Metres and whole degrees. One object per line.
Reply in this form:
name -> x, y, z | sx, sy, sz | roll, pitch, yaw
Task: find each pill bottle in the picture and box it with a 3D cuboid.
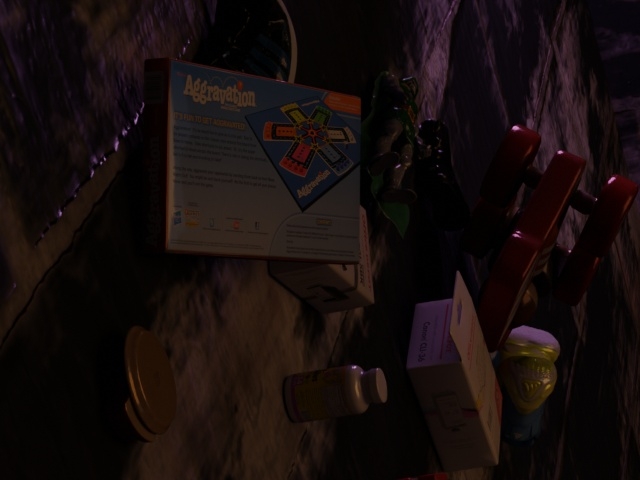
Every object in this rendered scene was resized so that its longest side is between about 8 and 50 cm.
pill bottle -> 0.014, 0.131, 1.657 | 0.043, 0.083, 0.043 | -10, 90, -74

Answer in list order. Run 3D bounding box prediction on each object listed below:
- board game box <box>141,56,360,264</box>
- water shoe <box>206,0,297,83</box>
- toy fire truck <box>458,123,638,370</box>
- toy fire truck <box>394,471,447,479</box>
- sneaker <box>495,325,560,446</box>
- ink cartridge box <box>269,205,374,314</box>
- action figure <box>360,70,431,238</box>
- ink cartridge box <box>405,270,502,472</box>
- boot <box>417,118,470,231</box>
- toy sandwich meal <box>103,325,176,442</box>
board game box -> -0.049, -0.057, 1.516 | 0.281, 0.027, 0.145 | 5, 86, -59
water shoe -> -0.063, -0.137, 1.586 | 0.080, 0.073, 0.203 | 39, 43, -62
toy fire truck -> 0.237, 0.030, 2.284 | 0.254, 0.169, 0.302 | -57, 170, -30
toy fire truck -> 0.093, 0.311, 1.872 | 0.192, 0.047, 0.135 | -27, 105, -72
sneaker -> 0.247, 0.185, 2.425 | 0.240, 0.091, 0.126 | -56, 160, -76
ink cartridge box -> 0.000, 0.000, 1.737 | 0.135, 0.056, 0.099 | 40, 41, -64
action figure -> 0.082, -0.120, 2.080 | 0.232, 0.063, 0.137 | -80, 151, -57
ink cartridge box -> 0.144, 0.143, 2.106 | 0.115, 0.067, 0.198 | -78, 154, -52
boot -> 0.145, -0.080, 2.287 | 0.121, 0.045, 0.099 | 59, 21, -53
toy sandwich meal -> -0.126, 0.101, 1.321 | 0.085, 0.029, 0.086 | -15, 90, -75
